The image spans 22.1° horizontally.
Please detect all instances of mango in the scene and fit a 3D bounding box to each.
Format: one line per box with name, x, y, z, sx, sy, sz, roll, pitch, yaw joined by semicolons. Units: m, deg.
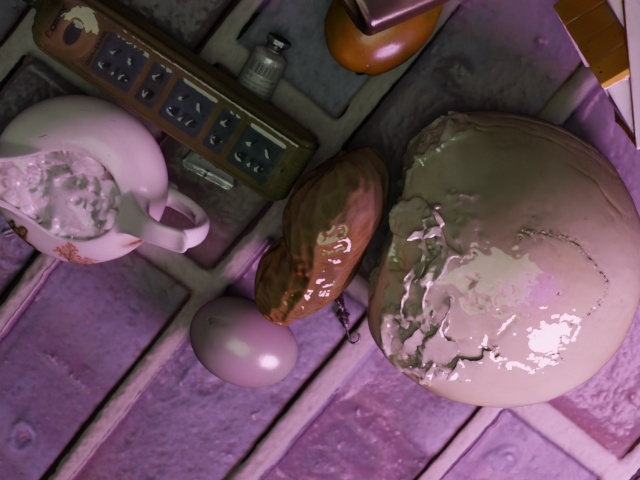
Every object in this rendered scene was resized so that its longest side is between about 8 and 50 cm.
mango;0.079;-0.257;1.850;0.163;0.089;0.111;-34;98;3

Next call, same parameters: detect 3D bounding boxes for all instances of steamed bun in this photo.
steamed bun;0.215;0.033;1.853;0.312;0.233;0.334;7;108;1

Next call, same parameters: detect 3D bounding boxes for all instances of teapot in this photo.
teapot;-0.269;-0.063;1.884;0.298;0.139;0.204;12;113;2

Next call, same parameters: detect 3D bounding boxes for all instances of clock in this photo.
clock;0.383;-0.193;1.780;0.166;0.235;0.309;-31;102;9

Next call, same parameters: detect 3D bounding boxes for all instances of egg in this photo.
egg;-0.092;0.122;1.957;0.135;0.103;0.103;27;105;-7

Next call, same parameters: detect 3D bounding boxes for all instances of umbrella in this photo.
umbrella;0.023;0.071;1.985;0.022;0.013;0.122;-20;104;-5

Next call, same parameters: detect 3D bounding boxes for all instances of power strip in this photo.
power strip;-0.184;-0.182;1.872;0.387;0.066;0.092;34;112;2

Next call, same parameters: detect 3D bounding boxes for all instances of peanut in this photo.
peanut;0.000;0.000;1.862;0.110;0.197;0.233;24;124;-1

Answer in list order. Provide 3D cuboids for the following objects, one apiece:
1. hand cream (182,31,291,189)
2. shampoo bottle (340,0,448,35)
hand cream;-0.091;-0.154;1.915;0.067;0.042;0.194;27;111;-9
shampoo bottle;0.174;-0.353;1.783;0.350;0.084;0.125;-30;87;-6
